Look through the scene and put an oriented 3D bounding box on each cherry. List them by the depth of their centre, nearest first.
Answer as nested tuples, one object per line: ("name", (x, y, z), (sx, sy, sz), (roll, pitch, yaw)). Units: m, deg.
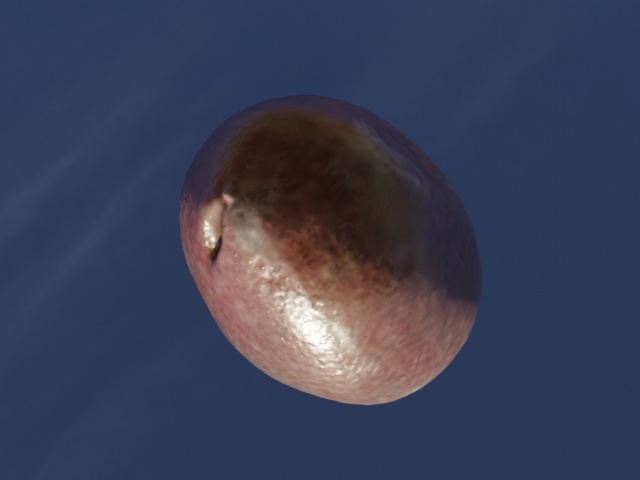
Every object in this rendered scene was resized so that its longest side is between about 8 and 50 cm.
("cherry", (0.000, 0.000, 1.233), (0.221, 0.307, 0.261), (-48, -120, 0))
